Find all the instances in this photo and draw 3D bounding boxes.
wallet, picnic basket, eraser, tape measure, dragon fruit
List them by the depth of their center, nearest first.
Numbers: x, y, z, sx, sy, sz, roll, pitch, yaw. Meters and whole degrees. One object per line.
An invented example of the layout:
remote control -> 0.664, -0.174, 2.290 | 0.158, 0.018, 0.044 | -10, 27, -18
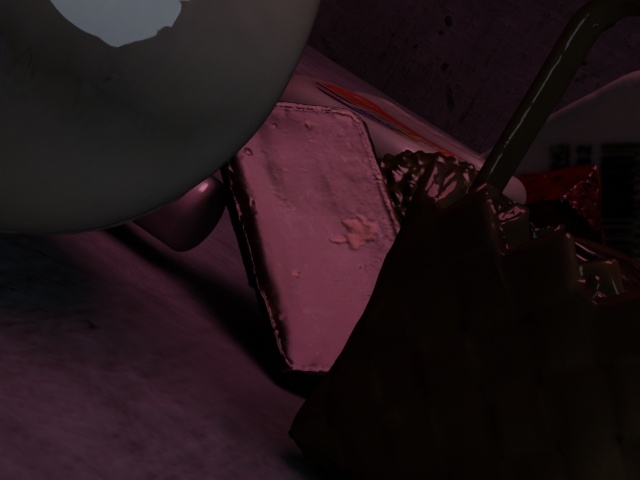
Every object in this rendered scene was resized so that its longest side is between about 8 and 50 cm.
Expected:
picnic basket -> 0.178, 0.047, 0.935 | 0.254, 0.321, 0.291 | 33, 7, 31
wallet -> 0.000, 0.000, 1.115 | 0.122, 0.031, 0.232 | 2, 50, -23
tape measure -> 0.052, -0.064, 1.675 | 0.258, 0.130, 0.265 | 36, 15, 38
dragon fruit -> 0.221, -0.015, 1.917 | 0.192, 0.092, 0.122 | -8, 17, 19
eraser -> 0.337, -0.007, 2.006 | 0.331, 0.331, 0.150 | 34, 11, 14

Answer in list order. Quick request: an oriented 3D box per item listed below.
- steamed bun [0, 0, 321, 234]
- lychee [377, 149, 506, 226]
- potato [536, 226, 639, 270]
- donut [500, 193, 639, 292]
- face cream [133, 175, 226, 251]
steamed bun -> -0.172, -0.172, 0.902 | 0.374, 0.334, 0.334 | 28, 10, -41
lychee -> 0.067, 0.019, 1.220 | 0.171, 0.171, 0.171 | 31, 9, -6
potato -> 0.274, 0.057, 1.812 | 0.299, 0.116, 0.239 | 31, 14, 6
donut -> 0.214, 0.069, 1.477 | 0.345, 0.136, 0.259 | 22, 15, -41
face cream -> -0.179, -0.083, 1.174 | 0.269, 0.082, 0.082 | 36, 10, 18
